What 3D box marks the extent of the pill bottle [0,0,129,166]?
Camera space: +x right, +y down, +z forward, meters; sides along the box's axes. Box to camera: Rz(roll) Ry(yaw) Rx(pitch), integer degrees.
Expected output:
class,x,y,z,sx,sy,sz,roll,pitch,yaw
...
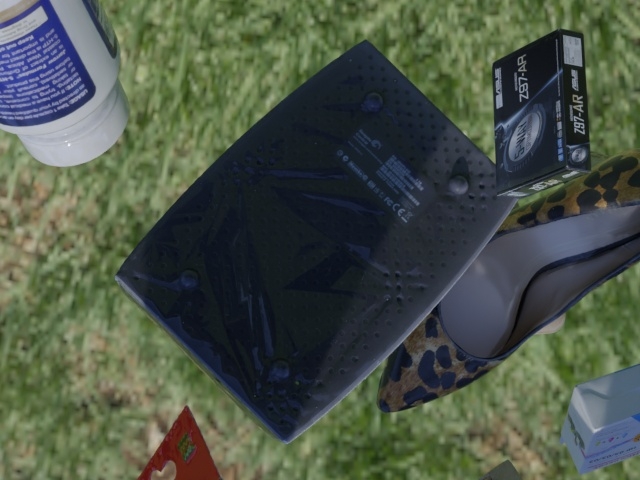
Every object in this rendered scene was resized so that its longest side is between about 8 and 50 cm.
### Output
class,x,y,z,sx,sy,sz,roll,pitch,yaw
pill bottle,-0.200,-0.138,1.093,0.112,0.112,0.187,-7,144,11

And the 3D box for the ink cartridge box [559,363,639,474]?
class,x,y,z,sx,sy,sz,roll,pitch,yaw
ink cartridge box,0.345,0.215,1.865,0.104,0.062,0.181,-17,152,-8

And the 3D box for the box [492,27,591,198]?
class,x,y,z,sx,sy,sz,roll,pitch,yaw
box,0.126,-0.072,0.916,0.018,0.083,0.067,7,165,-29

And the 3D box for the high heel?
class,x,y,z,sx,sy,sz,roll,pitch,yaw
high heel,0.143,0.034,1.111,0.093,0.186,0.261,44,86,-12

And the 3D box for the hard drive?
class,x,y,z,sx,sy,sz,roll,pitch,yaw
hard drive,0.000,0.000,1.071,0.172,0.255,0.054,44,155,1

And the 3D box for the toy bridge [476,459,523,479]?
class,x,y,z,sx,sy,sz,roll,pitch,yaw
toy bridge,0.078,0.222,1.223,0.188,0.063,0.026,-40,80,42

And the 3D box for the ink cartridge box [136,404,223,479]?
class,x,y,z,sx,sy,sz,roll,pitch,yaw
ink cartridge box,-0.100,0.223,1.065,0.045,0.179,0.145,-2,140,-38

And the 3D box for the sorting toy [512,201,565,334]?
class,x,y,z,sx,sy,sz,roll,pitch,yaw
sorting toy,0.096,0.027,1.770,0.307,0.229,0.041,-3,135,-12
